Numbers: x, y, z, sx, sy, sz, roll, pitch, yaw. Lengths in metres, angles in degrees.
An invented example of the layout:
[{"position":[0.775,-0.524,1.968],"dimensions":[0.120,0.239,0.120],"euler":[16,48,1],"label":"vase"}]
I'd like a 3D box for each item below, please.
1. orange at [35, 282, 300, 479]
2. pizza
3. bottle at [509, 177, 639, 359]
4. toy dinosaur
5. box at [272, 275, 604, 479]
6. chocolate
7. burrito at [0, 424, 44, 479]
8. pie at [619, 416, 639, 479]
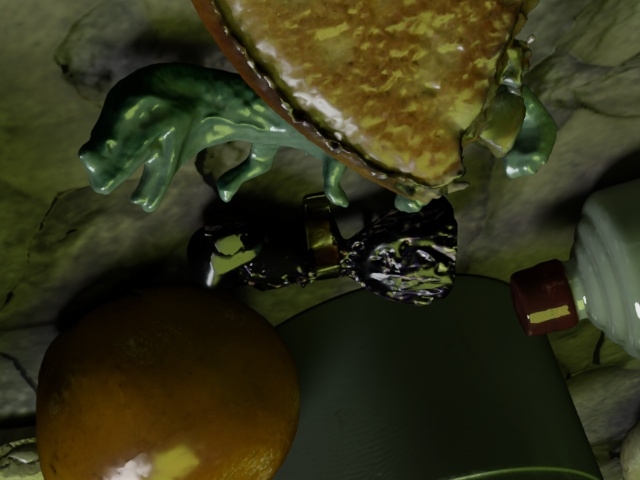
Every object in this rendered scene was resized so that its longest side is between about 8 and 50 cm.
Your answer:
[{"position":[-0.088,0.093,0.890],"dimensions":[0.154,0.134,0.155],"euler":[-35,160,-15],"label":"orange"},{"position":[0.046,-0.126,0.663],"dimensions":[0.195,0.052,0.185],"euler":[-41,109,7],"label":"pizza"},{"position":[0.229,0.002,0.922],"dimensions":[0.245,0.104,0.104],"euler":[-17,149,-1],"label":"bottle"},{"position":[0.080,-0.075,0.752],"dimensions":[0.383,0.076,0.129],"euler":[-22,129,-8],"label":"toy dinosaur"},{"position":[0.056,0.146,1.015],"dimensions":[0.226,0.149,0.226],"euler":[-13,149,-8],"label":"box"},{"position":[0.000,0.002,0.860],"dimensions":[0.147,0.070,0.072],"euler":[6,153,-18],"label":"chocolate"},{"position":[-0.167,0.135,0.987],"dimensions":[0.149,0.041,0.055],"euler":[-2,132,-18],"label":"burrito"},{"position":[0.387,0.143,1.251],"dimensions":[0.337,0.075,0.337],"euler":[-13,149,-8],"label":"pie"}]
